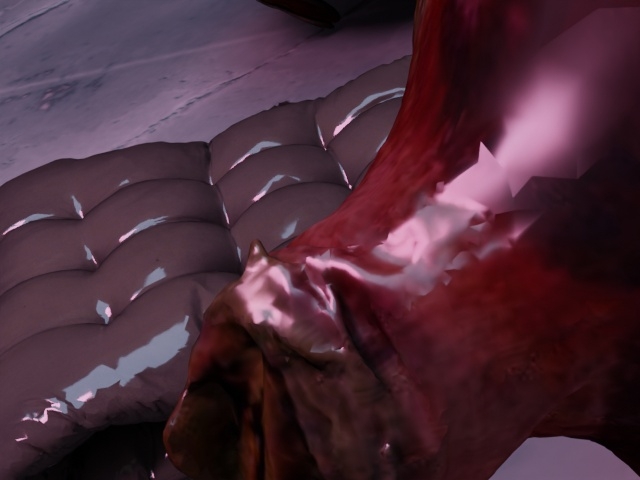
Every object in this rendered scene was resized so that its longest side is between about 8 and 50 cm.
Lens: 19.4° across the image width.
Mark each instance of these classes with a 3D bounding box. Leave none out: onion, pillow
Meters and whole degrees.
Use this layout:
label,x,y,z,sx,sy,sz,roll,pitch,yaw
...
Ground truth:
label,x,y,z,sx,sy,sz,roll,pitch,yaw
onion,0.132,-0.029,0.498,0.385,0.347,0.348,-29,26,-18
pillow,0.000,0.000,0.808,0.326,0.101,0.228,-24,27,1

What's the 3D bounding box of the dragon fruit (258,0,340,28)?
label,x,y,z,sx,sy,sz,roll,pitch,yaw
dragon fruit,0.058,-0.258,1.120,0.305,0.226,0.305,-45,27,30
